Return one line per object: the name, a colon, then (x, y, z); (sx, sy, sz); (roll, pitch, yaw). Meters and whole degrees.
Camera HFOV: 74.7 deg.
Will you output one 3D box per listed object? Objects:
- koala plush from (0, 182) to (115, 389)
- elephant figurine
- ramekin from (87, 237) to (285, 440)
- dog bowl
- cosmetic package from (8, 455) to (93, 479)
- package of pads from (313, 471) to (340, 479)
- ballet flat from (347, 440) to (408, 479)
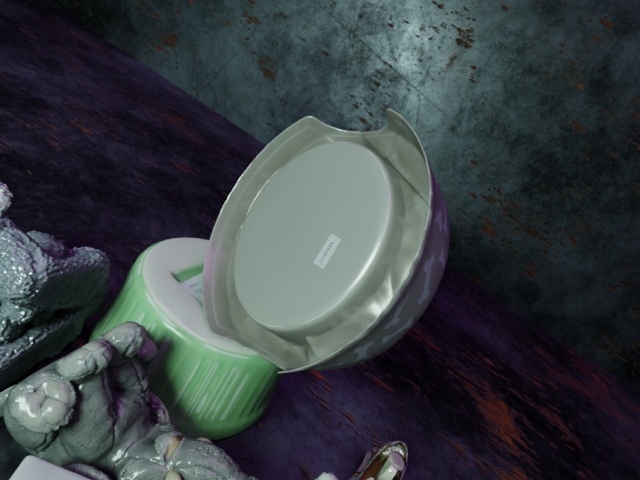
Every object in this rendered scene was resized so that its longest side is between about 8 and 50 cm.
koala plush: (-0.400, 0.034, 0.516); (0.221, 0.196, 0.203); (33, 10, 2)
elephant figurine: (-0.202, 0.221, 0.434); (0.169, 0.186, 0.239); (-33, 96, -32)
ramekin: (-0.174, 0.130, 0.653); (0.304, 0.148, 0.303); (28, 22, -12)
dog bowl: (0.000, 0.000, 0.533); (0.102, 0.348, 0.348); (31, 17, -43)
cosmetic package: (-0.168, 0.285, 0.333); (0.231, 0.085, 0.117); (33, 10, -14)
package of pads: (0.046, 0.381, 0.356); (0.229, 0.101, 0.296); (46, 5, -6)
ballet flat: (0.080, 0.361, 0.608); (0.077, 0.079, 0.221); (40, 22, 14)
